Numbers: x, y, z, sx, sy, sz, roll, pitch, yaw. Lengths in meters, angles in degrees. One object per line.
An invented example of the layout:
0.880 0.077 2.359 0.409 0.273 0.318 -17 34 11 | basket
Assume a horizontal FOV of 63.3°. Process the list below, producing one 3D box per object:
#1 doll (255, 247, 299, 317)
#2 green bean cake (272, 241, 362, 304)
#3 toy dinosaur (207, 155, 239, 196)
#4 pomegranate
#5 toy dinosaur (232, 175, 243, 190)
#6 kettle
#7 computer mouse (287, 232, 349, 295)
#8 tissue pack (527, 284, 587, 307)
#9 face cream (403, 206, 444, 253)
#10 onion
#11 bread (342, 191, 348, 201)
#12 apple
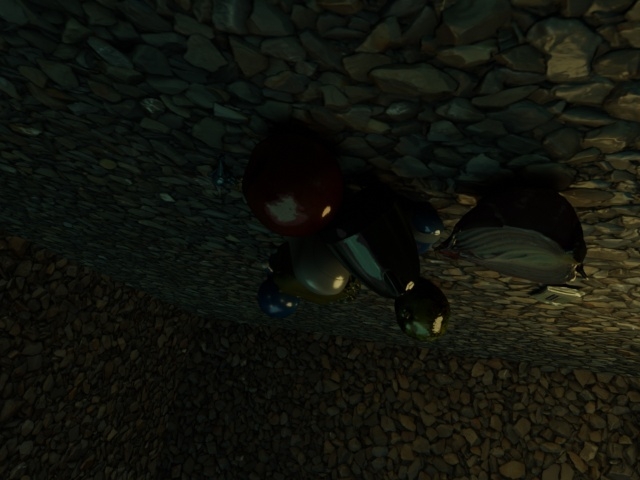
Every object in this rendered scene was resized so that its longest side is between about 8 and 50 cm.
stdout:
-0.162 0.160 1.954 0.161 0.257 0.215 -12 155 37 | doll
0.030 0.074 1.700 0.285 0.202 0.310 -18 148 35 | green bean cake
-0.261 -0.163 1.381 0.080 0.045 0.197 37 150 2 | toy dinosaur
0.388 0.268 1.988 0.203 0.222 0.276 -8 177 7 | pomegranate
-0.133 -0.152 1.366 0.142 0.057 0.212 39 142 -15 | toy dinosaur
0.135 0.025 1.282 0.271 0.207 0.250 56 160 -13 | kettle
0.000 0.000 1.378 0.184 0.297 0.121 24 136 -33 | computer mouse
0.796 0.186 1.758 0.122 0.026 0.193 11 161 5 | tissue pack
0.245 -0.021 1.422 0.149 0.083 0.264 26 159 -10 | face cream
0.426 -0.028 1.189 0.348 0.159 0.267 5 150 42 | onion
0.052 -0.107 1.374 0.046 0.036 0.083 5 158 29 | bread
-0.060 -0.120 1.127 0.201 0.218 0.218 21 160 -33 | apple
